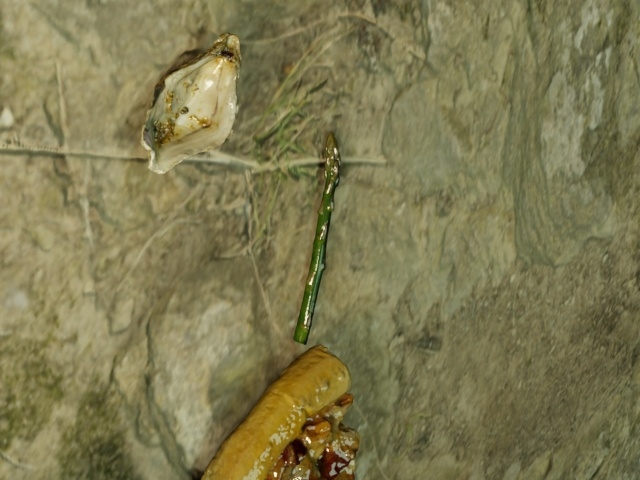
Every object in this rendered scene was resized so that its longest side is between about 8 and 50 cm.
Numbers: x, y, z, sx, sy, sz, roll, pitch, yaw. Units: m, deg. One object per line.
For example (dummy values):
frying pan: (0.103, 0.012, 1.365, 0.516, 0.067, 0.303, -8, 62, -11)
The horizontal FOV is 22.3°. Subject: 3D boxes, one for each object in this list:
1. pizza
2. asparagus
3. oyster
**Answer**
pizza: (-0.016, 0.187, 1.210, 0.154, 0.069, 0.194, -52, 145, -30)
asparagus: (0.000, 0.000, 1.176, 0.016, 0.016, 0.163, -5, 115, -37)
oyster: (-0.077, -0.081, 0.982, 0.093, 0.034, 0.051, -42, 126, -21)
